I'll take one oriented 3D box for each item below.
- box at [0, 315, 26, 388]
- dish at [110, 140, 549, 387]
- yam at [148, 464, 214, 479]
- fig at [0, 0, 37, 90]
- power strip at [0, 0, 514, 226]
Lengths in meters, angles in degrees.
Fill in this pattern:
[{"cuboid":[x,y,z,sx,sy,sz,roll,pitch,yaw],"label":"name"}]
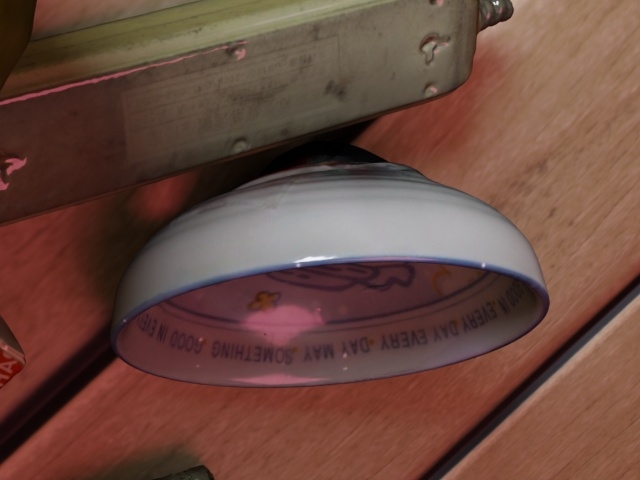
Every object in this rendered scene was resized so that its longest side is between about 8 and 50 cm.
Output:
[{"cuboid":[-0.359,0.121,0.623,0.353,0.069,0.214,-44,139,-3],"label":"box"},{"cuboid":[0.000,0.000,0.752,0.273,0.134,0.273,-6,160,-2],"label":"dish"},{"cuboid":[-0.142,0.230,0.858,0.183,0.107,0.107,-18,133,-29],"label":"yam"},{"cuboid":[-0.217,-0.120,0.381,0.316,0.316,0.316,-21,134,-24],"label":"fig"},{"cuboid":[-0.047,-0.100,0.690,0.387,0.066,0.092,-18,131,-23],"label":"power strip"}]
